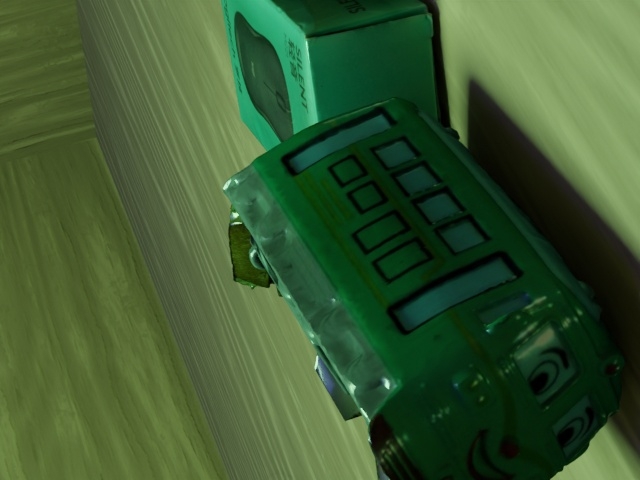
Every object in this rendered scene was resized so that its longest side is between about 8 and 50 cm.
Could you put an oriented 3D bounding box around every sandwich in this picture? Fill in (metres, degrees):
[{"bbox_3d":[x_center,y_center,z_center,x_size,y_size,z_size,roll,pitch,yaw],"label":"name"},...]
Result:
[{"bbox_3d":[-0.063,-0.026,1.846,0.184,0.109,0.159,92,177,-57],"label":"sandwich"}]

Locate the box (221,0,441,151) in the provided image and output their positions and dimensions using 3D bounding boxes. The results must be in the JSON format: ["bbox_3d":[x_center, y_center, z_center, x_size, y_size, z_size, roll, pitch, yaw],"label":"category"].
[{"bbox_3d":[0.003,-0.158,1.362,0.311,0.118,0.205,-127,23,-56],"label":"box"}]

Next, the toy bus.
[{"bbox_3d":[0.080,0.046,1.108,0.183,0.199,0.343,59,179,-42],"label":"toy bus"}]

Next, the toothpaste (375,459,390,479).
[{"bbox_3d":[0.099,0.314,1.669,0.299,0.073,0.114,-114,14,-59],"label":"toothpaste"}]

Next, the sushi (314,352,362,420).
[{"bbox_3d":[0.032,0.032,1.502,0.272,0.134,0.109,63,-163,2],"label":"sushi"}]
